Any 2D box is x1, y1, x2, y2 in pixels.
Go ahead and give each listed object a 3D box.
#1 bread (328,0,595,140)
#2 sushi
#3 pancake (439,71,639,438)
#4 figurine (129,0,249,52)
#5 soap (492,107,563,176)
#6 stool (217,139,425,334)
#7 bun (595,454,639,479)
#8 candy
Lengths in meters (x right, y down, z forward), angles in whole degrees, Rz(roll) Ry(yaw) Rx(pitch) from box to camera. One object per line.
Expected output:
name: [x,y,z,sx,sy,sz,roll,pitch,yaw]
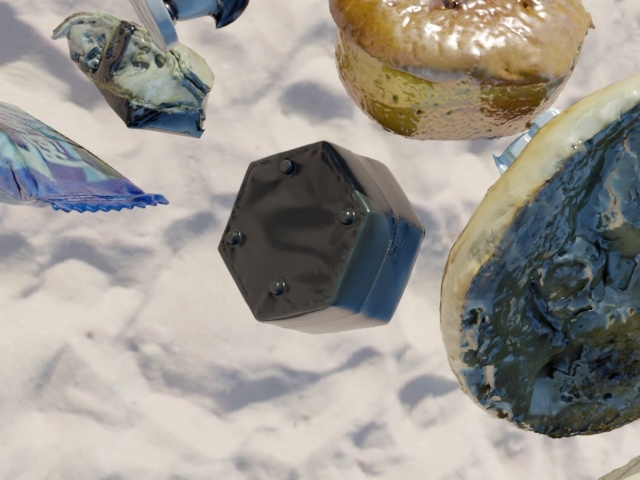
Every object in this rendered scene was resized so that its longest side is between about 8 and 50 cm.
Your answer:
bread: [0.153,-0.250,1.410,0.312,0.312,0.172,-32,150,-33]
sushi: [-0.263,-0.266,1.686,0.134,0.273,0.109,2,128,-52]
pancake: [0.264,0.015,0.982,0.386,0.082,0.387,-14,131,-17]
figurine: [-0.103,-0.322,1.288,0.236,0.133,0.176,-30,90,-9]
soap: [0.315,-0.045,1.334,0.145,0.230,0.091,-44,159,14]
stool: [0.000,0.000,1.435,0.141,0.232,0.232,17,86,-53]
bun: [0.376,0.308,1.115,0.348,0.352,0.227,23,69,-10]
candy: [-0.341,-0.099,1.294,0.187,0.331,0.077,-12,127,-59]
